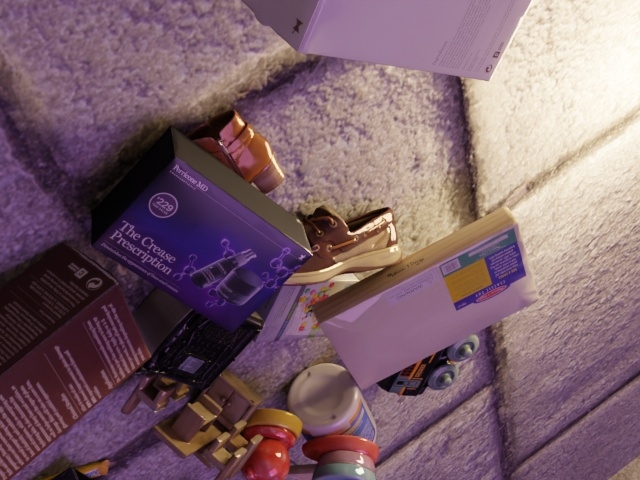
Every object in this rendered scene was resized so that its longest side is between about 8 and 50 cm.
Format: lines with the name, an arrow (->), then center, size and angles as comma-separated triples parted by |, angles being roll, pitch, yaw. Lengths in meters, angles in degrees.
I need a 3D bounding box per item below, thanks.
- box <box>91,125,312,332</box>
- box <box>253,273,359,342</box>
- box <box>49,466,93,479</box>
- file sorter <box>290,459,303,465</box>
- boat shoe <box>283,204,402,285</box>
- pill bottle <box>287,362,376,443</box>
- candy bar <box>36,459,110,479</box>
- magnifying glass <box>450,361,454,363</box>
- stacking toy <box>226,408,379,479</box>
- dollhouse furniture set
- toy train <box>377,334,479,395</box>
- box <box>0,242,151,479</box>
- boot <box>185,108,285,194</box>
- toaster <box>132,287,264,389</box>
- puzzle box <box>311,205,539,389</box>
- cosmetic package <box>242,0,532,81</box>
box -> -0.170, -0.010, 1.321 | 0.261, 0.103, 0.184 | 36, 107, -30
box -> -0.032, 0.121, 1.712 | 0.186, 0.038, 0.145 | 0, 127, -43
box -> -0.483, 0.521, 1.636 | 0.207, 0.108, 0.153 | -33, 150, -5
file sorter -> -0.024, 0.643, 2.115 | 0.173, 0.193, 0.277 | -46, 143, 2
boat shoe -> 0.000, 0.000, 1.575 | 0.342, 0.123, 0.123 | -9, 101, -34
pill bottle -> 0.035, 0.387, 1.941 | 0.152, 0.152, 0.272 | -34, 142, -9
candy bar -> -0.462, 0.435, 1.664 | 0.161, 0.018, 0.040 | -11, 133, -35
magnifying glass -> 0.307, 0.230, 2.131 | 0.092, 0.026, 0.231 | -24, 138, -22
stacking toy -> -0.054, 0.471, 1.827 | 0.309, 0.130, 0.279 | 21, 142, -19
dollhouse furniture set -> -0.225, 0.342, 1.626 | 0.161, 0.212, 0.242 | -54, 168, 15
toy train -> 0.236, 0.194, 1.948 | 0.190, 0.142, 0.334 | 8, 122, -34
box -> -0.440, 0.202, 1.280 | 0.381, 0.143, 0.191 | -43, 146, -27
boot -> -0.163, -0.097, 1.364 | 0.197, 0.073, 0.152 | -39, 135, 0
toaster -> -0.215, 0.148, 1.517 | 0.168, 0.110, 0.185 | -48, 143, 9
puzzle box -> 0.211, 0.119, 1.753 | 0.409, 0.052, 0.272 | -27, 139, 2
cosmetic package -> 0.087, -0.336, 1.232 | 0.365, 0.197, 0.155 | -1, 128, -42
